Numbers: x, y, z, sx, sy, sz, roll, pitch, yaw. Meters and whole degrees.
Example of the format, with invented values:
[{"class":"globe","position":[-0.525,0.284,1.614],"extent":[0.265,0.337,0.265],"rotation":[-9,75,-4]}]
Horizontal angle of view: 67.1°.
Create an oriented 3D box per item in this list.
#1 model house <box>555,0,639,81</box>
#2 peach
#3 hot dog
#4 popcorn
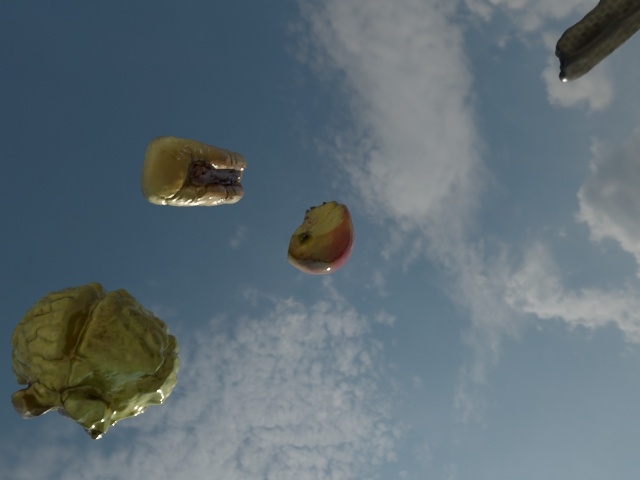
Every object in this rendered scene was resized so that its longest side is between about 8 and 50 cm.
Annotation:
[{"class":"model house","position":[0.306,-0.146,0.281],"extent":[0.204,0.278,0.219],"rotation":[17,-136,-41]},{"class":"peach","position":[0.002,0.007,0.874],"extent":[0.151,0.151,0.118],"rotation":[-46,-67,-30]},{"class":"hot dog","position":[-0.151,-0.088,0.651],"extent":[0.073,0.242,0.084],"rotation":[8,-84,9]},{"class":"popcorn","position":[-0.384,0.200,0.829],"extent":[0.270,0.224,0.258],"rotation":[-8,-117,-49]}]
